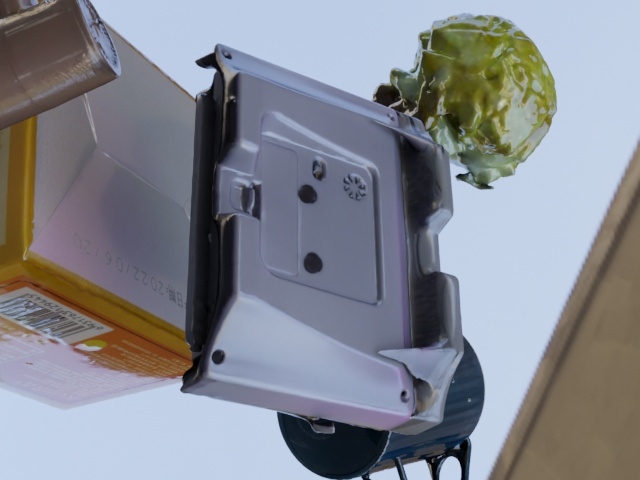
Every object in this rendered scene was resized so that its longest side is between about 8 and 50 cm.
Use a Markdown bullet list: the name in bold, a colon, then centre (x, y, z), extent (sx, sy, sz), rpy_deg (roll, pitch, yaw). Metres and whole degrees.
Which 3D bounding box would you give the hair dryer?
- **hair dryer**: centre (-0.207, -0.160, 0.694), extent (0.117, 0.064, 0.181), rpy_deg (-22, -115, 5)

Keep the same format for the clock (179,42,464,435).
- **clock**: centre (0.000, 0.000, 0.708), extent (0.083, 0.186, 0.253), rpy_deg (-33, -130, 48)

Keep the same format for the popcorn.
- **popcorn**: centre (0.147, -0.147, 1.159), extent (0.213, 0.198, 0.197), rpy_deg (-12, -99, 6)

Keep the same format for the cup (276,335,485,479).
- **cup**: centre (0.058, 0.151, 0.894), extent (0.131, 0.155, 0.176), rpy_deg (-35, -108, 29)

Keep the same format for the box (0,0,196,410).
- **box**: centre (-0.230, -0.023, 0.899), extent (0.214, 0.283, 0.259), rpy_deg (-18, -119, 21)
